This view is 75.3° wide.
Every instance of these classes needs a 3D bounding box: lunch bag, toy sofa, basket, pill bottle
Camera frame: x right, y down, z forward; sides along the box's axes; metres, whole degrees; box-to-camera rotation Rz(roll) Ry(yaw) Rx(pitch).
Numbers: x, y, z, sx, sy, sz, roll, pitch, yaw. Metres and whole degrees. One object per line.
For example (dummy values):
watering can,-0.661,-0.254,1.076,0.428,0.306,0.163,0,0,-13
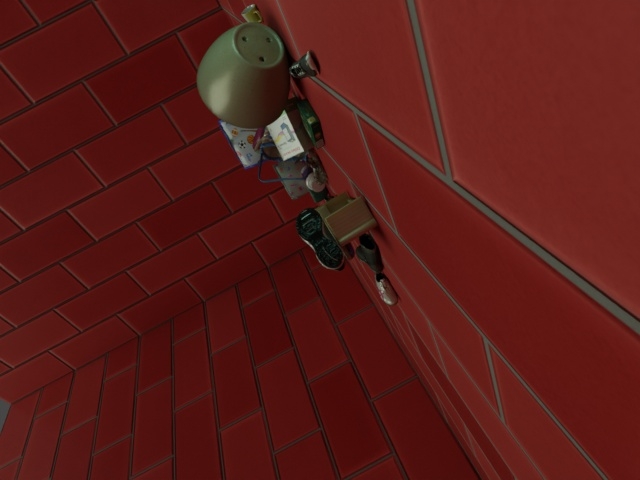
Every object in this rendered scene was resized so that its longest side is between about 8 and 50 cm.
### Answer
lunch bag,-0.148,-0.419,2.675,0.262,0.223,0.160,60,-175,-6
lunch bag,-0.347,-0.632,2.380,0.328,0.385,0.239,61,179,-24
toy sofa,0.100,-0.066,1.553,0.177,0.150,0.362,59,180,-11
basket,-0.188,-0.436,2.082,0.201,0.254,0.289,44,-137,-78
pill bottle,-0.037,-0.343,2.303,0.108,0.108,0.193,63,179,-33

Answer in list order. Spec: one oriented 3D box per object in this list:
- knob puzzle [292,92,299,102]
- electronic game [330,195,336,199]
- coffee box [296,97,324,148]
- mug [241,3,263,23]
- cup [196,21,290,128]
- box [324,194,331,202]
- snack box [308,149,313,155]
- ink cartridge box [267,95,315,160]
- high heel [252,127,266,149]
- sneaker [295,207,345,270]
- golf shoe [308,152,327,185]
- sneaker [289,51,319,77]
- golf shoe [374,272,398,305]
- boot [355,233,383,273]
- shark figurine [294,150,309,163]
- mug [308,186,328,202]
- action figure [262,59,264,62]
knob puzzle,-0.072,-0.510,1.783,0.213,0.030,0.213,61,179,2
electronic game,0.112,-0.130,2.181,0.229,0.048,0.229,62,180,1
coffee box,-0.033,-0.433,1.552,0.113,0.040,0.184,62,180,18
mug,-0.249,-0.824,1.534,0.064,0.062,0.078,52,-167,-43
cup,-0.236,-0.583,1.400,0.331,0.331,0.237,62,154,2
box,0.104,-0.139,2.447,0.233,0.044,0.159,62,179,-29
snack box,-0.077,-0.512,2.202,0.178,0.022,0.064,62,180,1
ink cartridge box,-0.127,-0.455,1.704,0.154,0.093,0.212,-9,113,51
high heel,-0.290,-0.646,2.188,0.127,0.377,0.181,-22,-105,-48
sneaker,0.000,0.000,1.446,0.272,0.100,0.108,59,-176,27
golf shoe,-0.010,-0.367,2.111,0.086,0.069,0.176,-92,-14,-50
sneaker,-0.047,-0.448,1.091,0.061,0.064,0.158,62,179,-16
golf shoe,0.290,0.216,1.877,0.086,0.067,0.186,65,178,-41
boot,0.193,0.036,1.778,0.189,0.076,0.208,43,174,39
shark figurine,-0.134,-0.496,1.857,0.166,0.116,0.278,-79,-32,-65
mug,-0.011,-0.300,2.482,0.130,0.097,0.158,63,178,-9
action figure,-0.234,-0.704,1.765,0.164,0.140,0.276,69,177,-70
